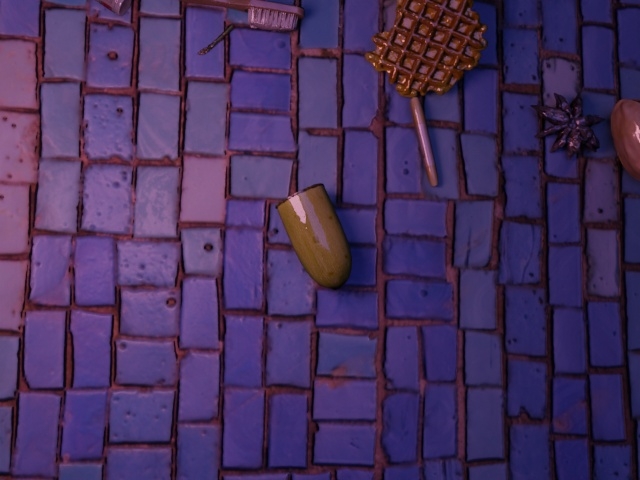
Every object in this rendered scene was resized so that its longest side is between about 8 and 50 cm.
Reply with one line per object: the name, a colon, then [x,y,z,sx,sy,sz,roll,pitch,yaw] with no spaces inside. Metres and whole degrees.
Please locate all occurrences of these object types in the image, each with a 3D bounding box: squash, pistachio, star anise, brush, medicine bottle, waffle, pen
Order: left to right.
medicine bottle: [-0.511,-0.593,1.593,0.091,0.058,0.058,33,81,-4]
brush: [-0.203,-0.569,1.636,0.327,0.070,0.065,9,94,-6]
squash: [0.000,0.000,1.574,0.132,0.132,0.247,-25,88,-10]
pen: [0.265,-0.252,1.687,0.032,0.040,0.234,-13,91,-8]
waffle: [0.269,-0.516,1.663,0.300,0.058,0.281,-42,95,9]
star anise: [0.659,-0.308,1.733,0.180,0.061,0.205,-37,90,-10]
pistachio: [0.848,-0.267,1.723,0.157,0.157,0.230,-20,82,-9]

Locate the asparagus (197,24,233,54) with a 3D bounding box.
asparagus: [-0.261,-0.498,1.643,0.114,0.014,0.015,-45,58,-10]
